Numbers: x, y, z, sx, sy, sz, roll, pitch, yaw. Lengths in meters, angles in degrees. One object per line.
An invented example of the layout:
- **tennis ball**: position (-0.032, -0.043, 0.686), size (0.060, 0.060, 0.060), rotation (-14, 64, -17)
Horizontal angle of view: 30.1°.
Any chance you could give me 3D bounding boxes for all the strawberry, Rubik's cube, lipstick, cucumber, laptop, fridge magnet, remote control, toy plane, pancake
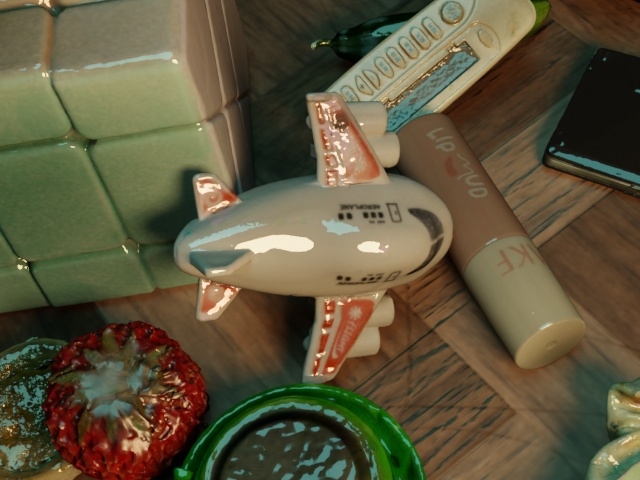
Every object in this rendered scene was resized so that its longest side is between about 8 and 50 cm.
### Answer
- **strawberry**: position (-0.164, 0.133, 1.007), size (0.145, 0.086, 0.145), rotation (1, 57, -1)
- **Rubik's cube**: position (-0.240, -0.152, 1.087), size (0.315, 0.322, 0.319), rotation (-9, 56, 6)
- **lipstick**: position (0.144, -0.005, 1.065), size (0.070, 0.070, 0.254), rotation (-24, 55, -6)
- **cucumber**: position (0.114, -0.210, 1.224), size (0.250, 0.056, 0.056), rotation (-8, 55, 4)
- **laptop**: position (0.330, -0.100, 1.122), size (0.207, 0.026, 0.154), rotation (20, 61, 22)
- **fridge magnet**: position (-0.018, 0.207, 0.940), size (0.208, 0.088, 0.208), rotation (-4, 58, 7)
- **remote control**: position (0.105, -0.172, 1.168), size (0.230, 0.049, 0.090), rotation (-40, 88, -2)
- **toy plane**: position (-0.001, -0.001, 0.993), size (0.252, 0.252, 0.118), rotation (-35, 26, -13)
- **pancake**: position (-0.255, 0.153, 1.062), size (0.151, 0.025, 0.152), rotation (-5, 57, 8)

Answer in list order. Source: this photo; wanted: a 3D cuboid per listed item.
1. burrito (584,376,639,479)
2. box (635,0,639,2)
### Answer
- **burrito**: position (0.247, 0.220, 0.886), size (0.144, 0.089, 0.229), rotation (24, 64, 9)
- **box**: position (0.234, -0.451, 1.270), size (0.415, 0.116, 0.264), rotation (30, 91, 28)
